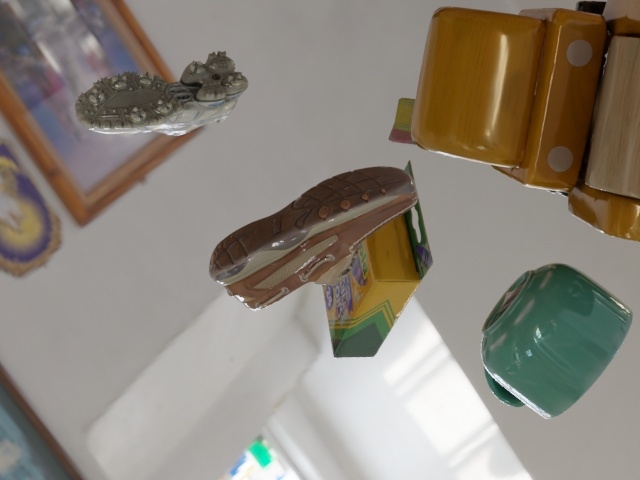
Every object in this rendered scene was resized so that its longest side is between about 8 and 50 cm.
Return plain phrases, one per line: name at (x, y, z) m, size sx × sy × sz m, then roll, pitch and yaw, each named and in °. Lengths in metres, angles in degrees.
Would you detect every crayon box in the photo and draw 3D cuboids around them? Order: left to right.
crayon box at (0.083, 0.036, 2.030) m, size 0.323 × 0.083 × 0.203 m, roll 116°, pitch -30°, yaw -54°

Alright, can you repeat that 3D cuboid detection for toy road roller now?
toy road roller at (0.219, -0.126, 1.106) m, size 0.240 × 0.203 × 0.329 m, roll 7°, pitch -171°, yaw -6°

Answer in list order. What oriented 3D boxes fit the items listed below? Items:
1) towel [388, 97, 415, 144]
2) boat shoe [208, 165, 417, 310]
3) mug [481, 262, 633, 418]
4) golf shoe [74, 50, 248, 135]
towel at (0.130, -0.147, 1.520) m, size 0.083 × 0.009 × 0.060 m, roll 11°, pitch -100°, yaw 20°
boat shoe at (0.000, 0.000, 1.717) m, size 0.324 × 0.116 × 0.123 m, roll -25°, pitch -153°, yaw 19°
mug at (0.202, 0.095, 1.126) m, size 0.158 × 0.097 × 0.129 m, roll -52°, pitch -179°, yaw 15°
golf shoe at (-0.156, -0.124, 1.189) m, size 0.176 × 0.069 × 0.086 m, roll -15°, pitch 151°, yaw -25°
